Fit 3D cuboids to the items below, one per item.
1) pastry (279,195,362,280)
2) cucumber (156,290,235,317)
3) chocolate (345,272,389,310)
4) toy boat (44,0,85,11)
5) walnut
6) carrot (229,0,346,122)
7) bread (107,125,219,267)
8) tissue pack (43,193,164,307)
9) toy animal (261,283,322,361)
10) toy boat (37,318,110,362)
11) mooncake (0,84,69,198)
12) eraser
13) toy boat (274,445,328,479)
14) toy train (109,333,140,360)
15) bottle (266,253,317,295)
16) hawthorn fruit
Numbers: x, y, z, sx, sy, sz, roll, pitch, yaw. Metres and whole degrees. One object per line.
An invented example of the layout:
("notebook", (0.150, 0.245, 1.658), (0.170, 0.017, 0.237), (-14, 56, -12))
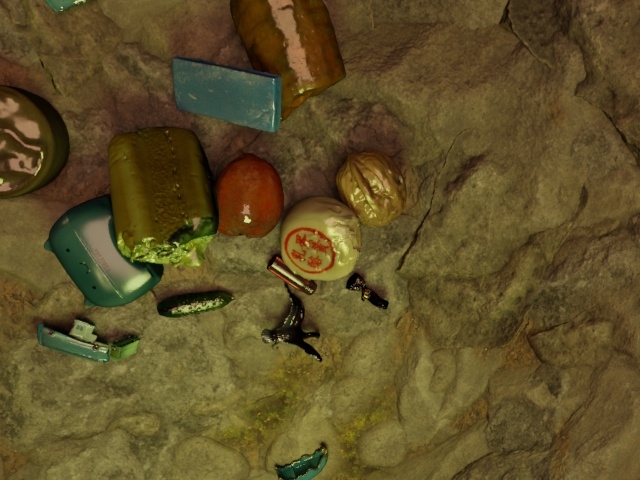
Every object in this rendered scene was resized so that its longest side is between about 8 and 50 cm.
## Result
("pastry", (0.001, -0.002, 1.398), (0.265, 0.133, 0.264), (7, 120, 12))
("cucumber", (-0.369, 0.189, 1.441), (0.228, 0.069, 0.069), (-8, 103, -14))
("chocolate", (0.149, 0.171, 1.538), (0.070, 0.072, 0.147), (-41, 101, 12))
("toy boat", (-0.596, -0.672, 1.209), (0.238, 0.109, 0.098), (-30, 71, -4))
("walnut", (0.151, -0.153, 1.411), (0.198, 0.198, 0.244), (-35, 107, -3))
("carrot", (-0.077, -0.507, 1.267), (0.242, 0.241, 0.340), (-23, 108, -6))
("bread", (-0.401, -0.113, 1.238), (0.251, 0.208, 0.376), (-8, 65, -23))
("tissue pack", (-0.578, 0.034, 1.296), (0.206, 0.198, 0.287), (-28, 107, -4))
("toy animal", (-0.081, 0.282, 1.497), (0.160, 0.197, 0.272), (-22, 61, 10))
("toy boat", (-0.702, 0.279, 1.393), (0.215, 0.088, 0.102), (20, 63, -14))
("mooncake", (-0.803, -0.248, 1.220), (0.285, 0.155, 0.284), (-3, 103, -12))
("eraser", (-0.247, -0.382, 1.257), (0.312, 0.042, 0.144), (18, 125, 18))
("toy boat", (-0.058, 0.748, 1.608), (0.186, 0.075, 0.077), (-17, 112, -10))
("toy train", (-0.572, 0.312, 1.413), (0.038, 0.093, 0.056), (21, 104, 19))
("bottle", (-0.084, 0.110, 1.482), (0.164, 0.060, 0.060), (36, 93, -16))
("hawthorn fruit", (-0.207, -0.139, 1.345), (0.211, 0.210, 0.262), (0, 83, -11))
